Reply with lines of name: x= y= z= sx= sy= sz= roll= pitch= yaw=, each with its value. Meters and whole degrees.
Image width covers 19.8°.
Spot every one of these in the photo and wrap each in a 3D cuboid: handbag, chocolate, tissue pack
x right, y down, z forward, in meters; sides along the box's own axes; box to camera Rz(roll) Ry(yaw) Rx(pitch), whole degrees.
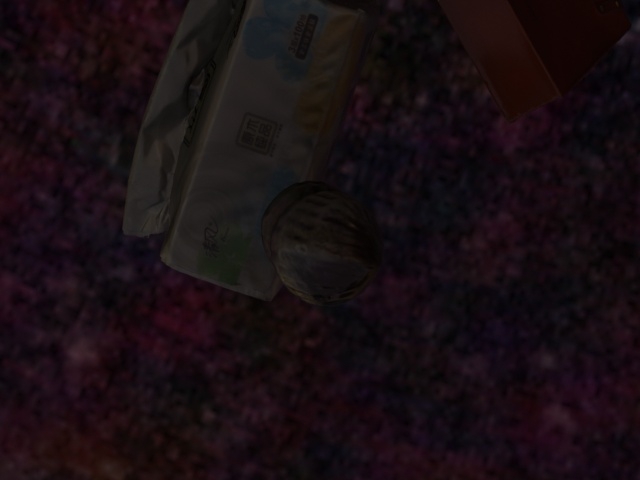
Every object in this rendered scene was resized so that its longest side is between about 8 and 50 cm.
handbag: x=0.149 y=-0.171 z=1.288 sx=0.062 sy=0.190 sz=0.127 roll=-27 pitch=97 yaw=31
chocolate: x=0.000 y=0.000 z=1.168 sx=0.072 sy=0.072 sz=0.167 roll=27 pitch=-175 yaw=-10
tissue pack: x=-0.058 y=-0.093 z=1.406 sx=0.145 sy=0.229 sz=0.159 roll=20 pitch=-168 yaw=1
